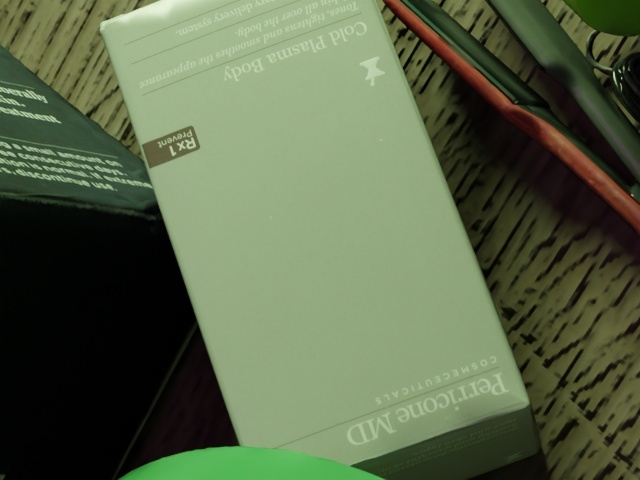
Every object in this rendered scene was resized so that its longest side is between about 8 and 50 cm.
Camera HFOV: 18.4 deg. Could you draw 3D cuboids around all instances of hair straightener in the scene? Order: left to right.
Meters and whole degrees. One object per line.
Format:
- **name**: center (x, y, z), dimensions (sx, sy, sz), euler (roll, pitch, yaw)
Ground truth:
- **hair straightener**: center (0.124, -0.069, 0.855), dimensions (0.089, 0.047, 0.230), euler (-52, 59, 20)

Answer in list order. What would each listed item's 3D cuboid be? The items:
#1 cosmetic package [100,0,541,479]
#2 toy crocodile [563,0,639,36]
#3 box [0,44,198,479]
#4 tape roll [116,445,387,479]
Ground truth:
- **cosmetic package**: center (0.000, 0.000, 0.883), dimensions (0.127, 0.107, 0.238), euler (-22, 68, 1)
- **toy crocodile**: center (0.216, -0.209, 0.767), dimensions (0.340, 0.105, 0.115), euler (-39, 64, 26)
- **box**: center (-0.378, 0.064, 1.062), dimensions (0.472, 0.297, 0.480), euler (38, 107, 35)
- **tape roll**: center (-0.006, 0.242, 0.814), dimensions (0.321, 0.077, 0.321), euler (15, 122, 26)
